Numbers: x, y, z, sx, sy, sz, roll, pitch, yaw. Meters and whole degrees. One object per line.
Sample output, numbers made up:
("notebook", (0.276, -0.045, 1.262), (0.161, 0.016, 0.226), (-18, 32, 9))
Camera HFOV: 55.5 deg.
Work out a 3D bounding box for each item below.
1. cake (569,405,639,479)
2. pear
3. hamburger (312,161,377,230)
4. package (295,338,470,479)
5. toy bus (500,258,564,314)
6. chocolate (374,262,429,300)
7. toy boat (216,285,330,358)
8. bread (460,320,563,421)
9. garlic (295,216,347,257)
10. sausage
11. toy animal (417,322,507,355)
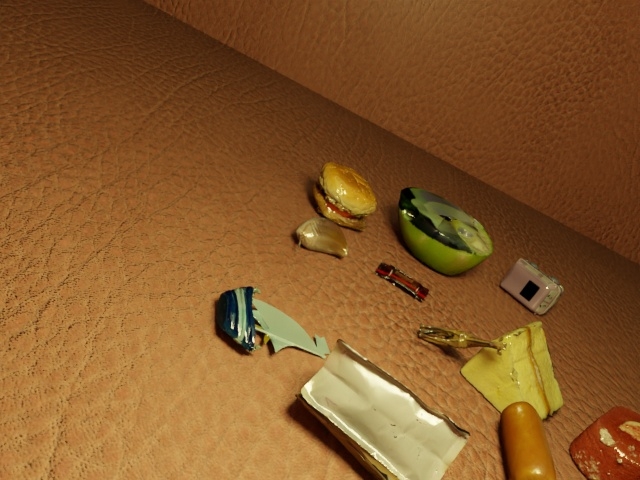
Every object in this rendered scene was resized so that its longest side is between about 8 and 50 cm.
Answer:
("cake", (0.779, 0.540, 1.583), (0.282, 0.151, 0.177), (-11, 50, -48))
("pear", (0.429, -0.013, 2.224), (0.398, 0.165, 0.399), (24, 26, -12))
("hamburger", (0.085, -0.155, 2.122), (0.244, 0.163, 0.244), (25, 23, -12))
("package", (0.102, 0.371, 1.209), (0.311, 0.221, 0.165), (37, 65, 11))
("toy bus", (0.802, 0.178, 2.308), (0.202, 0.142, 0.142), (42, 22, 26))
("chocolate", (0.260, 0.132, 1.936), (0.182, 0.028, 0.086), (32, 32, 6))
("toy boat", (-0.093, 0.197, 1.391), (0.290, 0.067, 0.221), (22, 25, -23))
("bread", (0.571, 0.364, 1.659), (0.263, 0.198, 0.236), (-5, 49, -48))
("garlic", (-0.010, -0.008, 1.843), (0.198, 0.090, 0.129), (13, 41, -41))
("sausage", (0.479, 0.482, 1.418), (0.105, 0.105, 0.274), (28, 25, -4))
("toy animal", (0.377, 0.266, 1.635), (0.275, 0.054, 0.149), (7, -10, 37))
